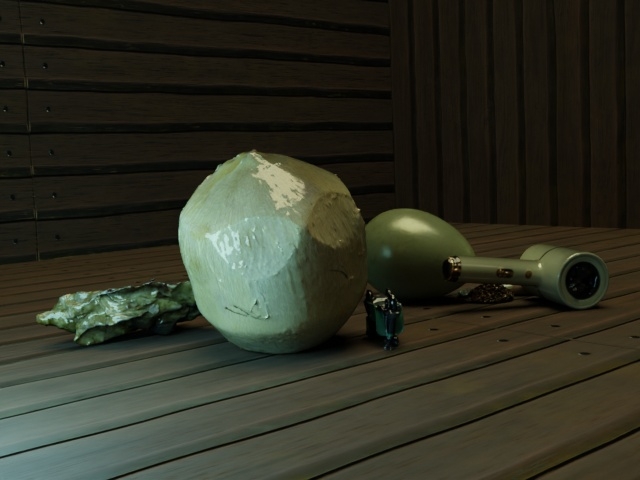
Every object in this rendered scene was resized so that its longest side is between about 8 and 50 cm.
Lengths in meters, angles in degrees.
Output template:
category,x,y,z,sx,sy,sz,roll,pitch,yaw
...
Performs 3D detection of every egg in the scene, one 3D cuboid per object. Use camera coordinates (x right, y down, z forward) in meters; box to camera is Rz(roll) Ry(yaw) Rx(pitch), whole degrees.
category,x,y,z,sx,sy,sz,roll,pitch,yaw
egg,0.227,0.038,2.020,0.296,0.218,0.218,15,13,27

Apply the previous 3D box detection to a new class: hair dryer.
category,x,y,z,sx,sy,sz,roll,pitch,yaw
hair dryer,0.423,0.070,1.874,0.362,0.128,0.203,3,5,-14

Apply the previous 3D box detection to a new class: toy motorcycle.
category,x,y,z,sx,sy,sz,roll,pitch,yaw
toy motorcycle,0.120,0.142,1.584,0.058,0.100,0.173,-4,3,-9

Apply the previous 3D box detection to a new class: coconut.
category,x,y,z,sx,sy,sz,roll,pitch,yaw
coconut,-0.082,0.003,1.558,0.347,0.360,0.346,-4,22,2

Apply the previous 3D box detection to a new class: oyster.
category,x,y,z,sx,sy,sz,roll,pitch,yaw
oyster,-0.364,0.139,1.683,0.361,0.096,0.221,-1,-24,-30

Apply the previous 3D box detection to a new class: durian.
category,x,y,z,sx,sy,sz,roll,pitch,yaw
durian,0.400,0.130,1.970,0.131,0.052,0.066,-1,-34,-20

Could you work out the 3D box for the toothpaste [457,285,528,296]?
category,x,y,z,sx,sy,sz,roll,pitch,yaw
toothpaste,0.434,0.117,2.042,0.205,0.036,0.056,-6,7,6
